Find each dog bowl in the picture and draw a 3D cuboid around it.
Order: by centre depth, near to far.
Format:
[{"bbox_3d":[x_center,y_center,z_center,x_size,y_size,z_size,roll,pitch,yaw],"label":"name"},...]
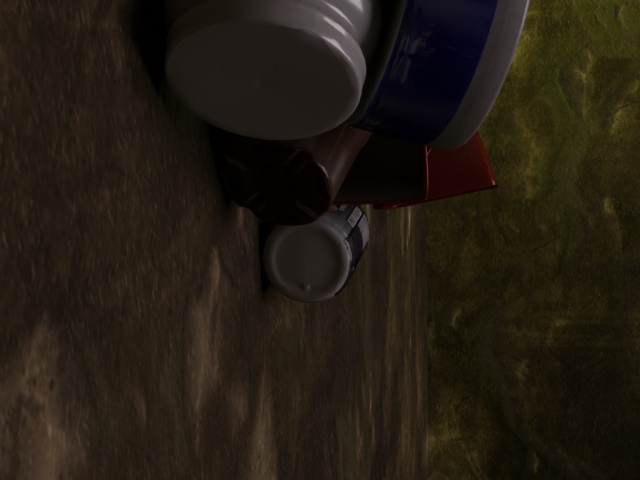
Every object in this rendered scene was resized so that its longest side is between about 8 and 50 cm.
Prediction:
[{"bbox_3d":[0.105,-0.224,0.940,0.265,0.104,0.264,-169,-90,-79],"label":"dog bowl"}]

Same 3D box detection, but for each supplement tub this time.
[{"bbox_3d":[-0.036,-0.249,0.893,0.191,0.191,0.272,72,21,-59],"label":"supplement tub"},{"bbox_3d":[0.000,0.000,1.290,0.190,0.117,0.116,-56,145,-72],"label":"supplement tub"}]

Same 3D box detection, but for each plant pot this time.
[{"bbox_3d":[-0.027,-0.116,1.076,0.167,0.167,0.165,79,24,-45],"label":"plant pot"},{"bbox_3d":[0.256,-0.212,2.306,0.267,0.267,0.235,-11,89,-79],"label":"plant pot"}]

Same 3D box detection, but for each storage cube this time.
[{"bbox_3d":[0.044,-0.154,1.277,0.193,0.215,0.183,-72,160,-75],"label":"storage cube"}]
